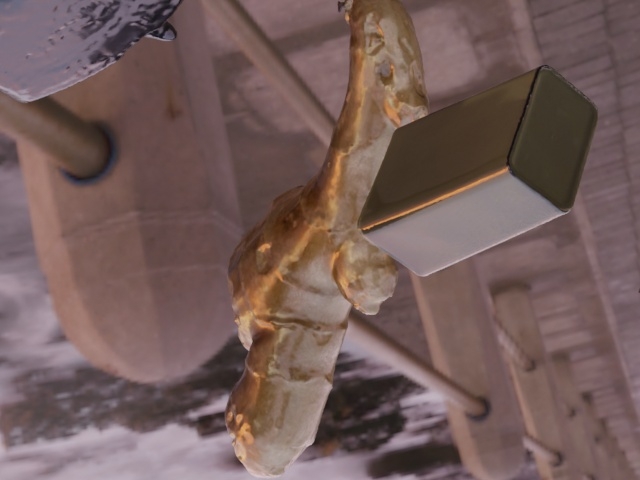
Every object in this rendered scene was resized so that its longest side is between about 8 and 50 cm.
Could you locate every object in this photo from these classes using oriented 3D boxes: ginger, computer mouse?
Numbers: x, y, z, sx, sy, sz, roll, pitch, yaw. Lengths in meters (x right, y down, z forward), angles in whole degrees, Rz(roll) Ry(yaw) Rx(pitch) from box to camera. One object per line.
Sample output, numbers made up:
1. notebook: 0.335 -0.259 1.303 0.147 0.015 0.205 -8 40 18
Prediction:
1. ginger: 0.000 0.000 0.740 0.081 0.148 0.334 11 123 -22
2. computer mouse: -0.159 -0.140 0.515 0.147 0.088 0.264 -29 159 25

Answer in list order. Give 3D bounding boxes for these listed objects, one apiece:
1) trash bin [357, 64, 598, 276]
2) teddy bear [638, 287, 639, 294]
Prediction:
1. trash bin: 0.065 -0.027 0.468 0.043 0.061 0.092 35 150 -22
2. teddy bear: 0.198 0.028 0.333 0.171 0.144 0.251 19 158 24
